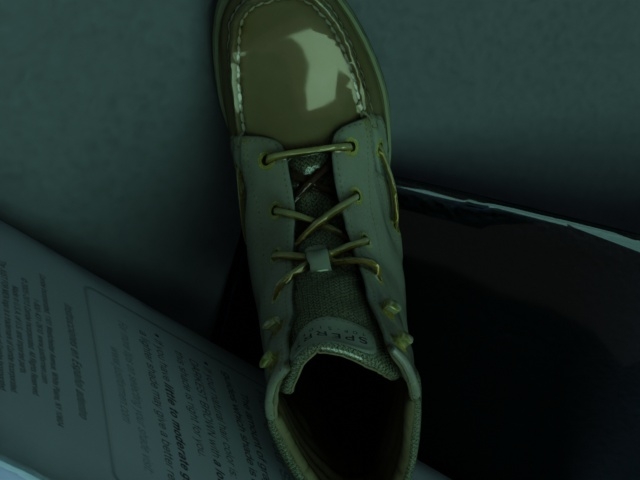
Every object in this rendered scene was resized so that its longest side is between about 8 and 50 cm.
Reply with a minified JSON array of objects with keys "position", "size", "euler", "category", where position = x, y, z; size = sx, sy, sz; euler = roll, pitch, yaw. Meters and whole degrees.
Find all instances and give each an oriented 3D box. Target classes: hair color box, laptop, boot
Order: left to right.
[{"position":[-0.029,0.153,0.822],"size":[0.374,0.185,0.113],"euler":[32,109,-27],"category":"hair color box"},{"position":[0.000,0.000,0.800],"size":[0.077,0.165,0.213],"euler":[-9,117,3],"category":"boot"},{"position":[0.126,0.122,1.073],"size":[0.408,0.236,0.382],"euler":[-24,137,-54],"category":"laptop"}]
